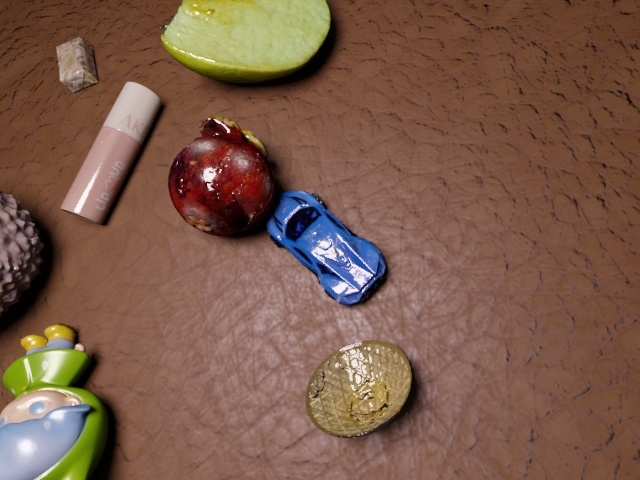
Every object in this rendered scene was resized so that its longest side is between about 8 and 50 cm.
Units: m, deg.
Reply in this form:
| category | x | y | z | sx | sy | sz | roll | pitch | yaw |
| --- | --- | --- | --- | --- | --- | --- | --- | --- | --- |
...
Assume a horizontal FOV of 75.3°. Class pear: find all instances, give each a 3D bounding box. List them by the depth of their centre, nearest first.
| category | x | y | z | sx | sy | sz | roll | pitch | yaw |
| --- | --- | --- | --- | --- | --- | --- | --- | --- | --- |
| pear | -0.104 | -0.375 | 0.727 | 0.239 | 0.139 | 0.287 | 18 | 73 | 2 |

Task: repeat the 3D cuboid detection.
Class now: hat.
| category | x | y | z | sx | sy | sz | roll | pitch | yaw |
| --- | --- | --- | --- | --- | --- | --- | --- | --- | --- |
| hat | 0.059 | 0.207 | 0.544 | 0.146 | 0.067 | 0.146 | -21 | 28 | 12 |

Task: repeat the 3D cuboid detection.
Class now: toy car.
| category | x | y | z | sx | sy | sz | roll | pitch | yaw |
| --- | --- | --- | --- | --- | --- | --- | --- | --- | --- |
| toy car | 0.000 | 0.000 | 0.616 | 0.216 | 0.063 | 0.103 | 42 | 85 | 21 |

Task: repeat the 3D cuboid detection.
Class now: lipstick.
| category | x | y | z | sx | sy | sz | roll | pitch | yaw |
| --- | --- | --- | --- | --- | --- | --- | --- | --- | --- |
| lipstick | -0.370 | -0.157 | 0.742 | 0.070 | 0.070 | 0.254 | 16 | 77 | 17 |

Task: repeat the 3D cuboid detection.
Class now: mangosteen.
| category | x | y | z | sx | sy | sz | roll | pitch | yaw |
| --- | --- | --- | --- | --- | --- | --- | --- | --- | --- |
| mangosteen | -0.143 | -0.098 | 0.626 | 0.166 | 0.166 | 0.180 | 5 | 66 | 14 |

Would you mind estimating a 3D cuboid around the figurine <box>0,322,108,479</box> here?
| category | x | y | z | sx | sy | sz | roll | pitch | yaw |
| --- | --- | --- | --- | --- | --- | --- | --- | --- | --- |
| figurine | -0.391 | 0.247 | 0.592 | 0.162 | 0.143 | 0.263 | -21 | 52 | -3 |

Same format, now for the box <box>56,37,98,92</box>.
| category | x | y | z | sx | sy | sz | roll | pitch | yaw |
| --- | --- | --- | --- | --- | --- | --- | --- | --- | --- |
| box | -0.497 | -0.359 | 0.848 | 0.062 | 0.045 | 0.098 | -19 | 71 | 5 |

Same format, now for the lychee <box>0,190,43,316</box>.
| category | x | y | z | sx | sy | sz | roll | pitch | yaw |
| --- | --- | --- | --- | --- | --- | --- | --- | --- | --- |
| lychee | -0.597 | 0.032 | 0.630 | 0.300 | 0.300 | 0.299 | -4 | 72 | 11 |
